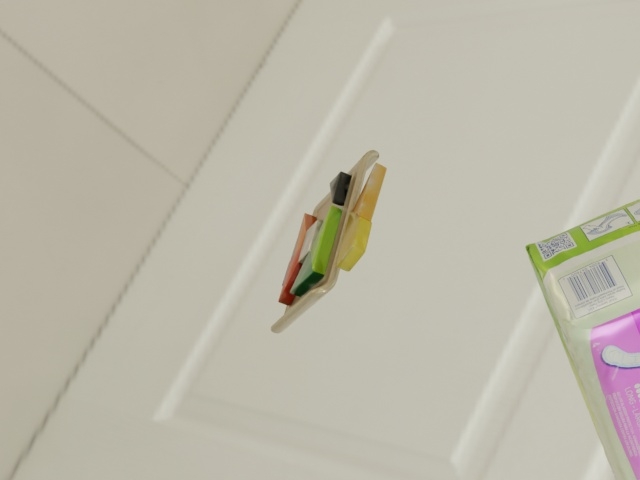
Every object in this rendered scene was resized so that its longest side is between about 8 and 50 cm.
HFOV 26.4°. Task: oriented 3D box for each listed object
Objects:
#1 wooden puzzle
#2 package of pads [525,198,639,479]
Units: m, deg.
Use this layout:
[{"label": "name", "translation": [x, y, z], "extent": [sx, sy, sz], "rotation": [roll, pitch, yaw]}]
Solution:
[{"label": "wooden puzzle", "translation": [0.000, 0.000, 0.591], "extent": [0.014, 0.116, 0.078], "rotation": [25, 58, -10]}, {"label": "package of pads", "translation": [0.292, 0.084, 0.912], "extent": [0.229, 0.101, 0.296], "rotation": [-24, 127, 5]}]
